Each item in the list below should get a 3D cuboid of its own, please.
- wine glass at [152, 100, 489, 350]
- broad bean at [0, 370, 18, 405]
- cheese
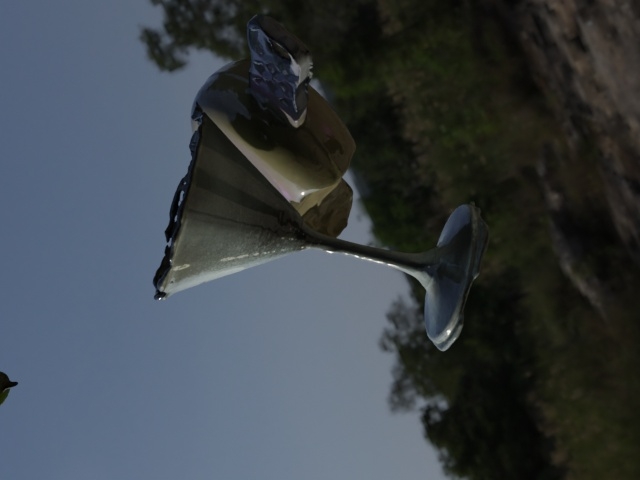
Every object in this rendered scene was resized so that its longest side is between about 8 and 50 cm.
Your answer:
[{"bbox_3d":[0.000,0.000,0.938,0.156,0.232,0.156,-167,90,-81],"label":"wine glass"},{"bbox_3d":[-0.299,0.147,0.766,0.046,0.254,0.065,59,-174,-37],"label":"broad bean"},{"bbox_3d":[-0.035,-0.090,0.985,0.163,0.082,0.286,41,163,9],"label":"cheese"}]
